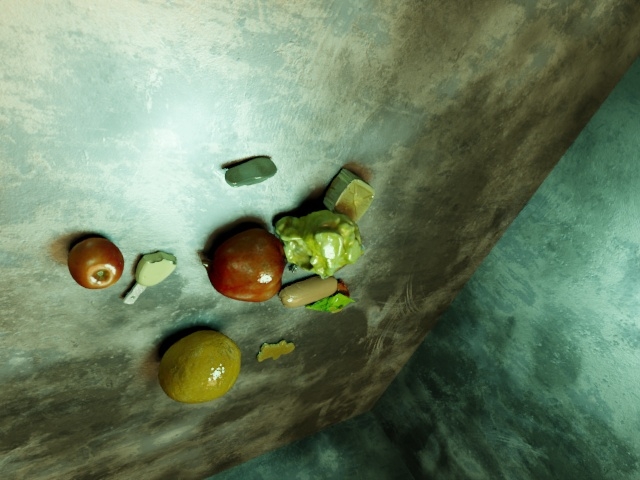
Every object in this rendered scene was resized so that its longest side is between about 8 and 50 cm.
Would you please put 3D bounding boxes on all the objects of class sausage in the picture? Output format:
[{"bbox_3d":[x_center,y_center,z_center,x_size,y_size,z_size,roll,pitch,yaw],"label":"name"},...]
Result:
[{"bbox_3d":[-0.065,0.255,2.021,0.304,0.121,0.121,-15,137,-26],"label":"sausage"}]

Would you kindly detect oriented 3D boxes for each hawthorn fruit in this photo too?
[{"bbox_3d":[-0.275,0.109,1.574,0.311,0.295,0.295,-30,143,-5],"label":"hawthorn fruit"}]

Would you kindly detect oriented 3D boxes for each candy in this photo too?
[{"bbox_3d":[0.050,0.348,2.183,0.246,0.069,0.149,-28,147,28],"label":"candy"}]

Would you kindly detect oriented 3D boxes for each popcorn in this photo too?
[{"bbox_3d":[0.002,-0.006,1.682,0.333,0.294,0.293,-15,113,17],"label":"popcorn"}]

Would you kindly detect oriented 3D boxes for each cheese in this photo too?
[{"bbox_3d":[-0.644,0.143,1.481,0.255,0.050,0.127,-47,143,11],"label":"cheese"}]

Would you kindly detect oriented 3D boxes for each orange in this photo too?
[{"bbox_3d":[-0.541,0.569,1.803,0.356,0.322,0.322,-26,145,13],"label":"orange"}]

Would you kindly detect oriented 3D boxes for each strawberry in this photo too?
[{"bbox_3d":[0.095,0.280,2.225,0.121,0.082,0.188,-18,151,13],"label":"strawberry"}]

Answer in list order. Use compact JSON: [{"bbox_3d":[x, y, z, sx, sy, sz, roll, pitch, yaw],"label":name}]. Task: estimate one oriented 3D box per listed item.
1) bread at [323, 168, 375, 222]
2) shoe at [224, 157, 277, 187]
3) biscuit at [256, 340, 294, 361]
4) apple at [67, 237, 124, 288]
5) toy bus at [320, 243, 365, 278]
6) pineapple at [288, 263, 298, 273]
[{"bbox_3d":[0.122,-0.188,1.721,0.209,0.110,0.192,16,111,-48],"label":"bread"},{"bbox_3d":[-0.250,-0.231,1.414,0.195,0.079,0.078,-23,177,-31],"label":"shoe"},{"bbox_3d":[-0.255,0.632,2.330,0.240,0.035,0.158,4,129,-41],"label":"biscuit"},{"bbox_3d":[-0.711,0.076,1.282,0.163,0.139,0.164,-21,140,-18],"label":"apple"},{"bbox_3d":[0.094,0.092,2.014,0.268,0.092,0.106,-31,153,-10],"label":"toy bus"},{"bbox_3d":[-0.102,0.110,1.892,0.124,0.058,0.058,-45,143,10],"label":"pineapple"}]
